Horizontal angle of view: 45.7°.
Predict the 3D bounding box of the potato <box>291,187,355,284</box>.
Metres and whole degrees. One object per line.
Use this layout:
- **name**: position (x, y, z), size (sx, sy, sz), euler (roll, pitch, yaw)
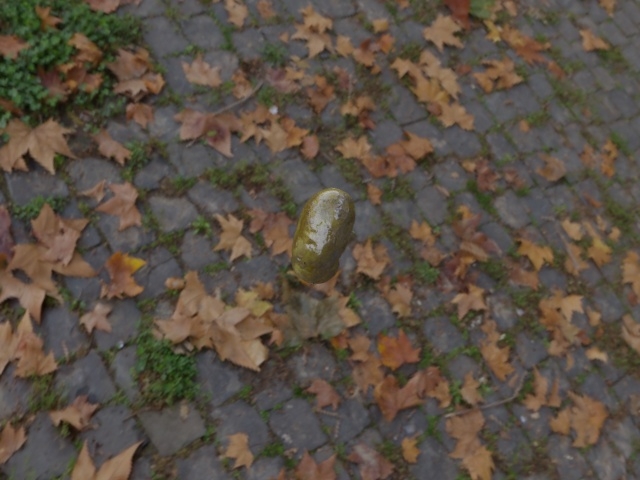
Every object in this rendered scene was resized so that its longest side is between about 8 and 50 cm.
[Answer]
- **potato**: position (0.000, 0.000, 0.620), size (0.045, 0.092, 0.046), euler (26, 34, 11)
